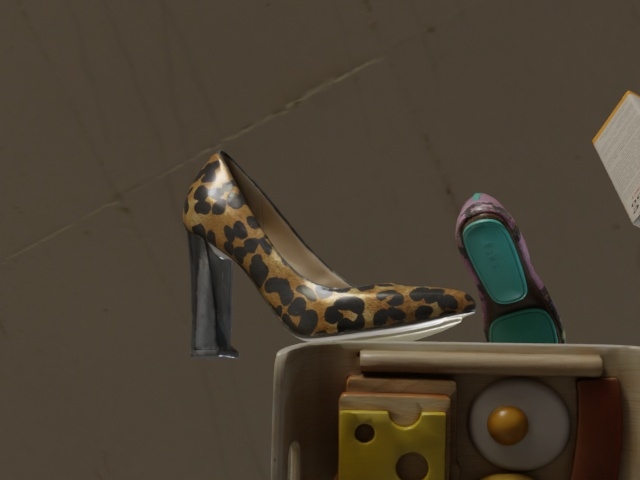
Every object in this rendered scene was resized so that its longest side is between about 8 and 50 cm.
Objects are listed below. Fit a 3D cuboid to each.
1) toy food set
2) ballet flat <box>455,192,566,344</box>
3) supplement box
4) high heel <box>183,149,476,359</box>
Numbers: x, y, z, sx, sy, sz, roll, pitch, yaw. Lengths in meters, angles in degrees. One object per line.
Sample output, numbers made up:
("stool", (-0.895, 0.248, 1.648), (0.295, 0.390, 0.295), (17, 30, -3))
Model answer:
("toy food set", (0.116, 0.190, 0.908), (0.306, 0.092, 0.220), (1, -84, 2))
("ballet flat", (0.184, 0.051, 1.165), (0.079, 0.077, 0.221), (-67, -41, -59))
("supplement box", (0.179, -0.030, 0.613), (0.062, 0.098, 0.036), (26, -65, -13))
("high heel", (0.000, 0.000, 1.037), (0.093, 0.261, 0.186), (24, -118, -66))
